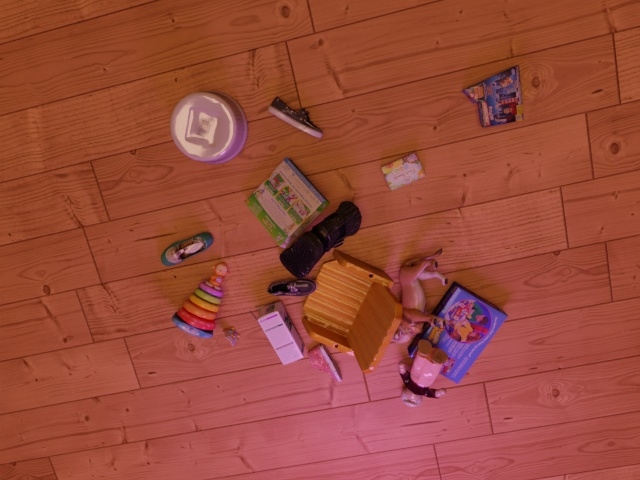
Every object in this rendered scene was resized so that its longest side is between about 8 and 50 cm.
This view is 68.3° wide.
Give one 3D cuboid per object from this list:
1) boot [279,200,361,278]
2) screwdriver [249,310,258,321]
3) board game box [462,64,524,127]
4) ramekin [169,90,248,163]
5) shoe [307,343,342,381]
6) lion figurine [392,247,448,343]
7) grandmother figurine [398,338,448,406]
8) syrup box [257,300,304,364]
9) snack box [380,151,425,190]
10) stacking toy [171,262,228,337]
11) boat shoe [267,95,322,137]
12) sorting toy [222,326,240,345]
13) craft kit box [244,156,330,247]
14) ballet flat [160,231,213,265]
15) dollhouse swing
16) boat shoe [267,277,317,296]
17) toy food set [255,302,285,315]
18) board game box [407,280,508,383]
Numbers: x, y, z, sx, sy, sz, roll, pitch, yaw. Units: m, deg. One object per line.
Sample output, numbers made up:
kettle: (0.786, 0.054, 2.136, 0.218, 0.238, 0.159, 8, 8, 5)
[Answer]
boot: (0.003, 0.003, 1.815, 0.260, 0.348, 0.131, -41, 91, -31)
screwdriver: (-0.244, 0.360, 1.980, 0.024, 0.025, 0.169, -38, 89, 11)
board game box: (0.620, -0.514, 1.706, 0.194, 0.060, 0.194, -9, 102, 7)
ramekin: (-0.421, -0.421, 1.758, 0.278, 0.135, 0.276, 1, 102, 4)
shoe: (0.017, 0.523, 1.973, 0.081, 0.063, 0.177, -30, 93, 11)
lion figurine: (0.362, 0.216, 1.846, 0.240, 0.142, 0.391, 5, 87, 44)
grandmother figurine: (0.403, 0.552, 1.878, 0.208, 0.104, 0.342, 38, 136, 27)
syrup box: (-0.157, 0.375, 1.919, 0.097, 0.093, 0.236, -23, 108, 9)
snack box: (0.313, -0.262, 1.792, 0.141, 0.037, 0.100, -24, 101, 9)
stacking toy: (-0.456, 0.228, 1.911, 0.175, 0.166, 0.301, 28, 88, -12)
boat shoe: (-0.083, -0.463, 1.760, 0.229, 0.080, 0.076, 30, 104, 5)
sorting toy: (-0.372, 0.405, 1.964, 0.045, 0.075, 0.083, -36, 98, 11)
craft kit box: (-0.130, -0.143, 1.785, 0.247, 0.061, 0.249, -43, 67, 9)
ballet flat: (-0.548, 0.038, 1.890, 0.248, 0.087, 0.083, -25, 100, 9)
dollhouse swing: (0.104, 0.275, 1.789, 0.316, 0.305, 0.346, 24, 104, -2)
boat shoe: (-0.116, 0.193, 1.887, 0.206, 0.065, 0.075, -5, 93, 17)
toy food set: (-0.206, 0.300, 1.958, 0.122, 0.019, 0.077, -11, 101, 6)
board game box: (0.544, 0.371, 1.893, 0.234, 0.078, 0.347, 31, 102, -3)
